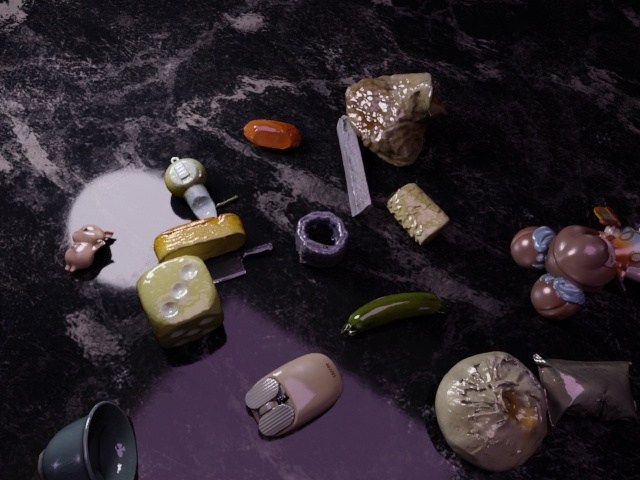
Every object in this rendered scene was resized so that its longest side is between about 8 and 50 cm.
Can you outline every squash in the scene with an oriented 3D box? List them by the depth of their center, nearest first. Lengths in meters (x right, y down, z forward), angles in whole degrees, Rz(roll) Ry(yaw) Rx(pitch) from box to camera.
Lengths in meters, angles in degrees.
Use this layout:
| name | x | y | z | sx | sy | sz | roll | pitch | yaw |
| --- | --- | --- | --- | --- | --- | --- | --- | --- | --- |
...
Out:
| name | x | y | z | sx | sy | sz | roll | pitch | yaw |
| --- | --- | --- | --- | --- | --- | --- | --- | --- | --- |
| squash | 0.196 | 0.184 | 1.398 | 0.318 | 0.080 | 0.071 | -11 | 26 | -14 |

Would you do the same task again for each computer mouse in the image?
| name | x | y | z | sx | sy | sz | roll | pitch | yaw |
| --- | --- | --- | --- | --- | --- | --- | --- | --- | --- |
| computer mouse | -0.057 | 0.363 | 1.259 | 0.236 | 0.082 | 0.145 | -23 | 68 | -20 |

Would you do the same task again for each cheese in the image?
| name | x | y | z | sx | sy | sz | roll | pitch | yaw |
| --- | --- | --- | --- | --- | --- | --- | --- | --- | --- |
| cheese | 0.284 | -0.080 | 1.537 | 0.123 | 0.094 | 0.167 | -31 | 70 | -24 |

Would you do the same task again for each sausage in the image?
| name | x | y | z | sx | sy | sz | roll | pitch | yaw |
| --- | --- | --- | --- | --- | --- | --- | --- | --- | --- |
| sausage | -0.147 | -0.324 | 1.616 | 0.179 | 0.089 | 0.089 | 4 | 61 | -8 |

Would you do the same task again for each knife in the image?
| name | x | y | z | sx | sy | sz | roll | pitch | yaw |
| --- | --- | --- | --- | --- | --- | --- | --- | --- | --- |
| knife | -0.236 | 0.067 | 1.433 | 0.245 | 0.019 | 0.072 | -18 | 68 | -13 |

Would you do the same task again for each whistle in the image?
| name | x | y | z | sx | sy | sz | roll | pitch | yaw |
| --- | --- | --- | --- | --- | --- | --- | --- | --- | --- |
| whistle | -0.358 | -0.141 | 1.486 | 0.122 | 0.123 | 0.223 | -30 | 82 | -21 |

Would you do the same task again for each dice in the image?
| name | x | y | z | sx | sy | sz | roll | pitch | yaw |
| --- | --- | --- | --- | --- | --- | --- | --- | --- | --- |
| dice | -0.341 | 0.150 | 1.284 | 0.169 | 0.169 | 0.166 | -23 | 67 | -18 |

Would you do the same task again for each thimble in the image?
| name | x | y | z | sx | sy | sz | roll | pitch | yaw |
| --- | --- | --- | --- | --- | --- | --- | --- | --- | --- |
| thimble | 0.003 | 0.000 | 1.454 | 0.149 | 0.098 | 0.150 | 3 | 60 | -6 |

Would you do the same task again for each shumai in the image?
| name | x | y | z | sx | sy | sz | roll | pitch | yaw |
| --- | --- | --- | --- | --- | --- | --- | --- | --- | --- |
| shumai | 0.236 | -0.418 | 1.588 | 0.314 | 0.262 | 0.267 | 44 | 48 | 6 |

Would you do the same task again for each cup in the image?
| name | x | y | z | sx | sy | sz | roll | pitch | yaw |
| --- | --- | --- | --- | --- | --- | --- | --- | --- | --- |
| cup | -0.504 | 0.457 | 1.108 | 0.149 | 0.199 | 0.199 | -17 | 64 | 3 |

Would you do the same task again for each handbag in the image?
| name | x | y | z | sx | sy | sz | roll | pitch | yaw |
| --- | --- | --- | --- | --- | --- | --- | --- | --- | --- |
| handbag | 0.678 | 0.385 | 1.332 | 0.270 | 0.117 | 0.183 | 4 | 69 | -7 |

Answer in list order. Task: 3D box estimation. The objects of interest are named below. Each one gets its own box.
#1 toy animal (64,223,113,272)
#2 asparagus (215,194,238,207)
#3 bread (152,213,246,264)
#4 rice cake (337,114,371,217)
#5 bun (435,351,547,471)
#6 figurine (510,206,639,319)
| name | x | y | z | sx | sy | sz | roll | pitch | yaw |
| --- | --- | --- | --- | --- | --- | --- | --- | --- | --- |
| toy animal | -0.618 | 0.017 | 1.378 | 0.083 | 0.089 | 0.150 | 32 | 57 | -13 |
| asparagus | -0.290 | -0.104 | 1.518 | 0.114 | 0.014 | 0.015 | -26 | 34 | -21 |
| bread | -0.324 | -0.003 | 1.410 | 0.245 | 0.102 | 0.095 | -18 | 66 | -15 |
| rice cake | 0.101 | -0.228 | 1.605 | 0.056 | 0.073 | 0.365 | -3 | 62 | -12 |
| bun | 0.421 | 0.403 | 1.266 | 0.286 | 0.146 | 0.288 | 2 | 63 | -4 |
| figurine | 0.764 | 0.050 | 1.473 | 0.387 | 0.248 | 0.277 | -4 | 59 | -20 |
